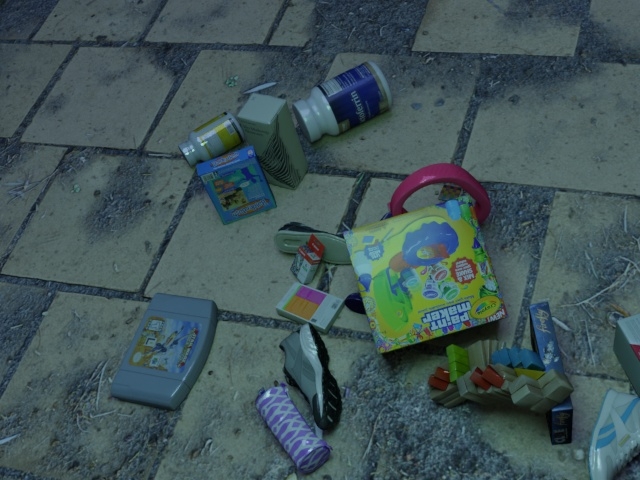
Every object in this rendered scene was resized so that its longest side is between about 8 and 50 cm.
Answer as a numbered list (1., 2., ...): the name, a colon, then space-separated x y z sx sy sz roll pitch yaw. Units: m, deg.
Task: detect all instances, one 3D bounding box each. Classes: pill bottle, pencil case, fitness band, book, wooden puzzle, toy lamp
1. pill bottle: 0.061 -0.395 2.264 0.264 0.153 0.153 -27 51 -5
2. pencil case: -0.061 0.408 1.725 0.088 0.086 0.206 -39 54 -3
3. fitness band: 0.284 -0.084 1.876 0.209 0.290 0.054 -29 55 25
4. book: -0.024 0.162 1.940 0.144 0.035 0.096 20 58 28
5. pill bottle: -0.324 -0.296 2.333 0.184 0.103 0.103 -32 51 -9
6. wooden puzzle: 0.340 -0.123 2.067 0.083 0.006 0.049 14 59 25
7. toy lamp: 0.140 0.050 1.950 0.080 0.080 0.275 9 59 22

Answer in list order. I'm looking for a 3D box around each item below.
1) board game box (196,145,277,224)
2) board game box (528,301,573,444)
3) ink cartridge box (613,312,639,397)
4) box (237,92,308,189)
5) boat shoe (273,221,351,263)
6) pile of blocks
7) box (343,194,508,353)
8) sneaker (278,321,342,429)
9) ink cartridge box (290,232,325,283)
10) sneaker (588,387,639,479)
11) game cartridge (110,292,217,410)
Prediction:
1. board game box: -0.222 -0.145 2.118 0.160 0.210 0.047 -18 50 1
2. board game box: 0.473 0.273 1.624 0.042 0.165 0.243 -9 51 10
3. ink cartridge box: 0.715 0.218 1.618 0.176 0.127 0.128 -18 50 2
4. box: -0.124 -0.265 2.139 0.113 0.275 0.094 16 61 26
5. boat shoe: 0.000 0.000 2.029 0.232 0.084 0.079 12 32 18
6. pile of blocks: 0.334 0.260 1.592 0.362 0.112 0.149 -12 59 55
7. box: 0.230 0.082 1.765 0.289 0.177 0.279 -17 81 3
8. sneaker: -0.026 0.317 1.790 0.107 0.100 0.272 -27 45 8
9. ink cartridge box: -0.033 0.046 1.983 0.029 0.115 0.063 -7 40 -41
10. sneaker: 0.583 0.396 1.540 0.092 0.087 0.229 10 53 30
11. game cartridge: -0.373 0.267 1.949 0.198 0.062 0.297 3 54 23
